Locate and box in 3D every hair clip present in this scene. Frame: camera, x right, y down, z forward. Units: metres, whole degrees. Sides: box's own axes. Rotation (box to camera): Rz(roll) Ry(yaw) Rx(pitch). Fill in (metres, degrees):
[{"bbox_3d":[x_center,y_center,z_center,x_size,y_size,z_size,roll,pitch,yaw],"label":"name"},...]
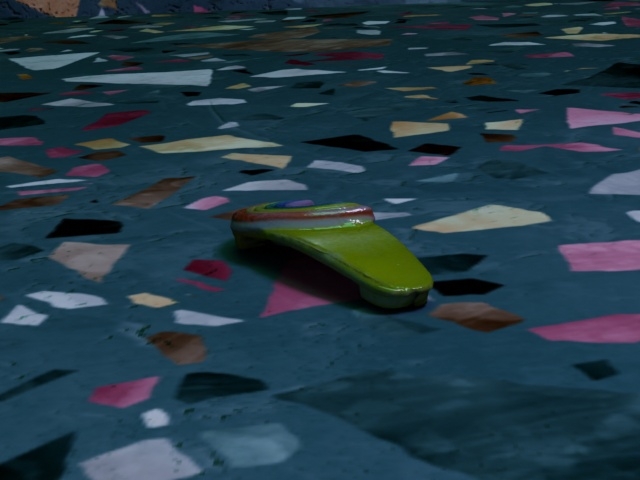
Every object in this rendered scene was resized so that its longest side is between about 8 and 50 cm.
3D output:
[{"bbox_3d":[0.000,0.000,0.730,0.060,0.033,0.188,-10,16,-26],"label":"hair clip"}]
